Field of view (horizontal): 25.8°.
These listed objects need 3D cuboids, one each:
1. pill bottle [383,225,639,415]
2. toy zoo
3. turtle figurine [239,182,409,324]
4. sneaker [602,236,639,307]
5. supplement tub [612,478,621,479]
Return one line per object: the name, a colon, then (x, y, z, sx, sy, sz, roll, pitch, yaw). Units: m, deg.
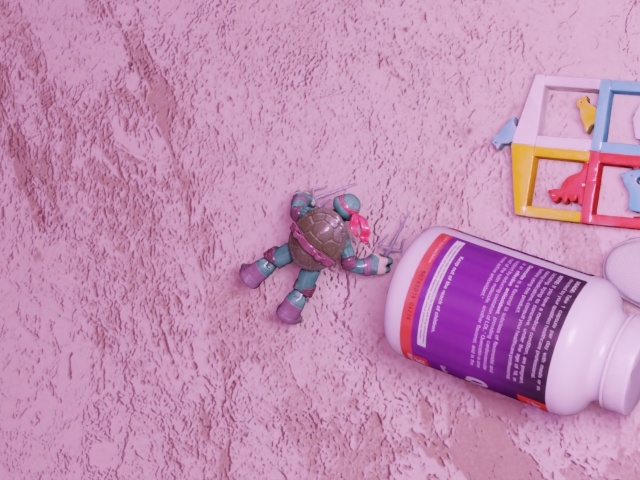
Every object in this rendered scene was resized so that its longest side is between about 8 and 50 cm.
pill bottle: (0.253, 0.108, 1.762, 0.323, 0.181, 0.181, 20, 92, 25)
toy zoo: (0.366, -0.114, 1.821, 0.293, 0.030, 0.192, 7, 87, 25)
turtle figurine: (0.000, 0.000, 1.932, 0.234, 0.118, 0.175, -46, 68, 19)
sneaker: (0.465, 0.056, 1.680, 0.292, 0.169, 0.108, 17, 93, 26)
supplement tub: (0.303, 0.376, 1.748, 0.198, 0.106, 0.106, -23, 75, 20)
